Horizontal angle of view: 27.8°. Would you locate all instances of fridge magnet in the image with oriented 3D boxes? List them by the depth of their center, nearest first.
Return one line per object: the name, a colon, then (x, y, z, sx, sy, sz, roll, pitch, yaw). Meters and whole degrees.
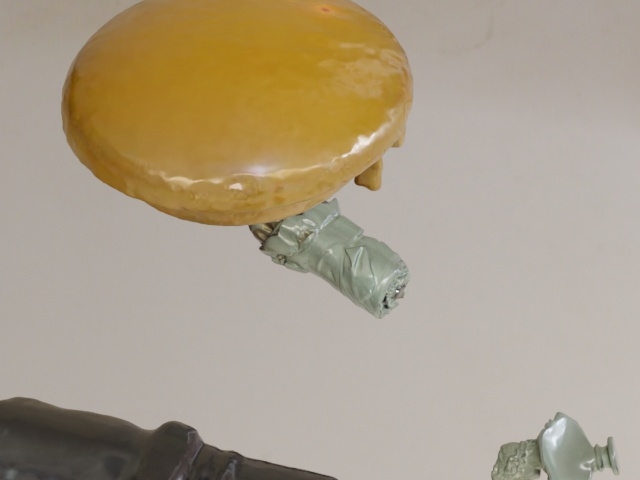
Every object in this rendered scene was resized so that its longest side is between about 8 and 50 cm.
fridge magnet: (-0.033, -0.058, 0.526, 0.143, 0.143, 0.063, -11, 134, -7)

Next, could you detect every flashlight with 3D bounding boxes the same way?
flashlight: (0.016, 0.168, 0.665, 0.424, 0.103, 0.103, 11, 145, 9)

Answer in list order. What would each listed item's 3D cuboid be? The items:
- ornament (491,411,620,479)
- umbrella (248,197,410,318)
ornament: (0.182, 0.168, 0.993, 0.092, 0.068, 0.041, 15, 151, 29)
umbrella: (0.000, 0.000, 0.913, 0.062, 0.143, 0.067, -58, 155, 0)
